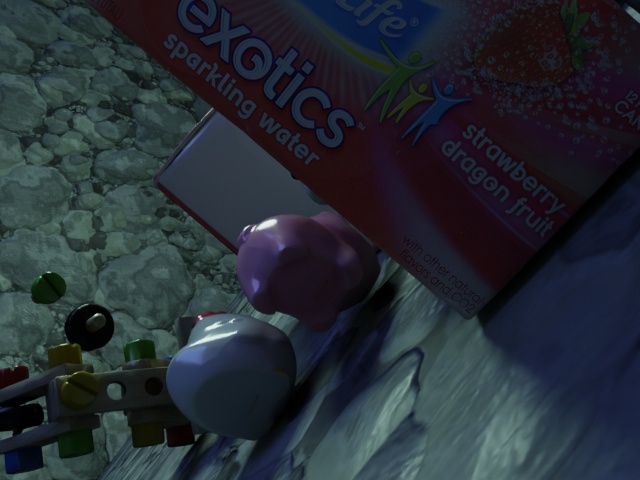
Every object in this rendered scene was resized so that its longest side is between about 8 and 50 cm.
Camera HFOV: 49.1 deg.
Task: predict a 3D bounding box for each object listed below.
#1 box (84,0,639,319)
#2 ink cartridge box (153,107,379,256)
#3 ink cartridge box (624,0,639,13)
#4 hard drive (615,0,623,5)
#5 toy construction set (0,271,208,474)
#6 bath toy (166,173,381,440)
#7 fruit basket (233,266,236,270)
[{"bbox_3d":[0.012,-0.124,0.364,0.154,0.300,0.142,-49,4,15],"label":"box"},{"bbox_3d":[-0.051,-0.049,0.855,0.131,0.226,0.306,-50,5,6],"label":"ink cartridge box"},{"bbox_3d":[0.207,-0.140,0.141,0.239,0.060,0.275,-51,4,15],"label":"ink cartridge box"},{"bbox_3d":[0.223,-0.195,0.615,0.094,0.022,0.135,-51,5,-6],"label":"hard drive"},{"bbox_3d":[-0.214,0.199,0.746,0.237,0.257,0.309,-27,42,48],"label":"toy construction set"},{"bbox_3d":[0.000,0.000,0.556,0.348,0.151,0.129,-56,28,14],"label":"bath toy"},{"bbox_3d":[-0.019,-0.087,1.556,0.353,0.165,0.327,-34,-8,-43],"label":"fruit basket"}]
